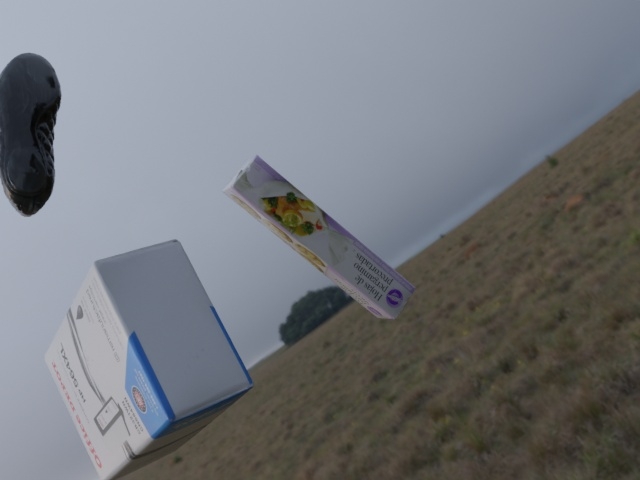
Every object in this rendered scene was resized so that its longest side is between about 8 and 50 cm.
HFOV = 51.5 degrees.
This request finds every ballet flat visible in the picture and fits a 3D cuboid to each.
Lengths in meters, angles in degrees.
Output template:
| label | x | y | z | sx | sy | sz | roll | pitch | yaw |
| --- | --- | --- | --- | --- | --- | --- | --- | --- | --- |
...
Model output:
| label | x | y | z | sx | sy | sz | roll | pitch | yaw |
| --- | --- | --- | --- | --- | --- | --- | --- | --- | --- |
| ballet flat | -0.274 | -0.103 | 0.615 | 0.058 | 0.173 | 0.049 | 8 | -31 | -29 |

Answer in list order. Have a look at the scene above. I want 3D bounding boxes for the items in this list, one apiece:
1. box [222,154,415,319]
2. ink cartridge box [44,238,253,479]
| label | x | y | z | sx | sy | sz | roll | pitch | yaw |
| --- | --- | --- | --- | --- | --- | --- | --- | --- | --- |
| box | 0.000 | 0.000 | 1.000 | 0.063 | 0.324 | 0.067 | -54 | 16 | -14 |
| ink cartridge box | -0.166 | 0.117 | 0.604 | 0.086 | 0.148 | 0.203 | -18 | -20 | -42 |
